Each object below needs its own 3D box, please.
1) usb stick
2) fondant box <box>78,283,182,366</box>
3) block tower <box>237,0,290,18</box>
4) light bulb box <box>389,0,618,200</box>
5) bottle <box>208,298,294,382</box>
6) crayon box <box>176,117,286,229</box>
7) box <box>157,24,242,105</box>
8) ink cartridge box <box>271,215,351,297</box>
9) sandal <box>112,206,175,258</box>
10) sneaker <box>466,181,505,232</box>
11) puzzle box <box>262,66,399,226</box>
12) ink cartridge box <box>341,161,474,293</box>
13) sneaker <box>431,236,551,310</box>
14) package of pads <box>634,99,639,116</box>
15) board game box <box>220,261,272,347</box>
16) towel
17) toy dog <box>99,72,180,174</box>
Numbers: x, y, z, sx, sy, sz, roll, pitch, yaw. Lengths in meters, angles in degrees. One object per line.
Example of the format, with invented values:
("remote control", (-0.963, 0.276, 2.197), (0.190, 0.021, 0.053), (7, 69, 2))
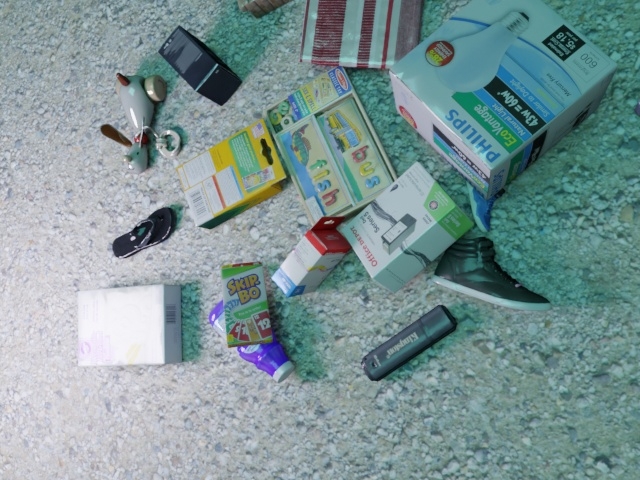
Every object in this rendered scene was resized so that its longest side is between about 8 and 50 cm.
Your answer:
("usb stick", (0.228, 0.268, 1.567), (0.278, 0.045, 0.077), (-37, 73, 14))
("fondant box", (-0.593, 0.266, 1.871), (0.330, 0.096, 0.239), (-6, 82, 22))
("block tower", (-0.089, -0.783, 1.795), (0.335, 0.097, 0.091), (-20, 77, 17))
("light bulb box", (0.418, -0.359, 1.439), (0.361, 0.225, 0.358), (-40, 70, 1))
("bottle", (-0.191, 0.280, 1.707), (0.283, 0.092, 0.118), (43, 92, 20))
("crayon box", (-0.253, -0.193, 1.795), (0.322, 0.083, 0.203), (-26, 75, 18))
("box", (-0.366, -0.531, 1.842), (0.108, 0.153, 0.207), (-47, 69, 11))
("ink cartridge box", (-0.011, 0.042, 1.617), (0.078, 0.134, 0.231), (48, 116, 20))
("sandal", (-0.564, -0.017, 1.913), (0.254, 0.054, 0.097), (-33, 73, 15))
("sneaker", (0.427, -0.100, 1.524), (0.084, 0.058, 0.152), (-17, 71, 28))
("puzzle box", (0.030, -0.259, 1.698), (0.272, 0.052, 0.409), (-28, 74, 12))
("ink cartridge box", (0.216, -0.032, 1.536), (0.273, 0.114, 0.198), (-43, 45, 12))
("sneaker", (0.427, 0.074, 1.477), (0.295, 0.104, 0.147), (18, 96, 27))
("package of pads", (0.777, -0.295, 1.411), (0.032, 0.050, 0.083), (-40, 71, 7))
("board game box", (-0.211, 0.170, 1.694), (0.124, 0.039, 0.260), (-6, 56, -9))
("towel", (0.114, -0.598, 1.684), (0.328, 0.037, 0.237), (7, 86, 10))
("toy dog", (-0.596, -0.396, 1.913), (0.220, 0.161, 0.334), (-21, 76, 19))
